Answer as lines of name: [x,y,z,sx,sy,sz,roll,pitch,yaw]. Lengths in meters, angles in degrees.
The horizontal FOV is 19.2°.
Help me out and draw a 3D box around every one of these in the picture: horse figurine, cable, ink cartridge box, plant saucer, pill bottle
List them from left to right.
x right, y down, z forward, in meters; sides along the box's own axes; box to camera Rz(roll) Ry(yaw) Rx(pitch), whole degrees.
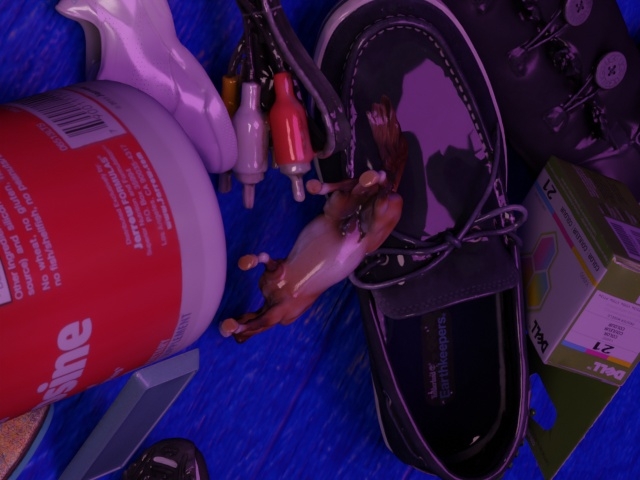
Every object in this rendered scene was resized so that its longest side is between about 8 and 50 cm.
pill bottle: [-0.289,0.034,1.377,0.408,0.229,0.229,-20,111,-38]
plant saucer: [-0.158,0.152,1.569,0.067,0.192,0.018,-19,69,-38]
cable: [-0.054,-0.168,1.614,0.072,0.139,0.287,-30,117,-44]
horse figurine: [0.000,0.000,1.625,0.263,0.066,0.174,-49,165,7]
ink cartridge box: [0.226,0.078,1.840,0.097,0.189,0.255,19,116,-25]

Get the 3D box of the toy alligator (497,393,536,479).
toy alligator: [0.199,0.188,1.969,0.056,0.051,0.189,46,68,-38]

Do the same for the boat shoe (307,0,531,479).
boat shoe: [0.105,0.005,1.752,0.187,0.156,0.500,-12,110,-10]

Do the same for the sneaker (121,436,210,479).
sneaker: [-0.124,0.300,1.680,0.108,0.100,0.271,-22,117,-53]

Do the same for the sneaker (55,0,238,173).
sneaker: [-0.150,-0.133,1.587,0.094,0.080,0.212,-38,115,-18]

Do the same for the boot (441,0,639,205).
boot: [0.273,-0.248,1.908,0.445,0.146,0.367,51,63,-31]

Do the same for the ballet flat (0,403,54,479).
ballet flat: [-0.336,0.229,1.456,0.123,0.123,0.348,47,67,-37]
